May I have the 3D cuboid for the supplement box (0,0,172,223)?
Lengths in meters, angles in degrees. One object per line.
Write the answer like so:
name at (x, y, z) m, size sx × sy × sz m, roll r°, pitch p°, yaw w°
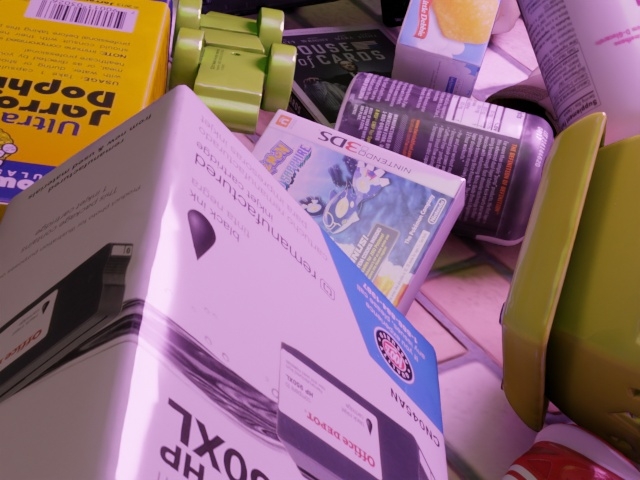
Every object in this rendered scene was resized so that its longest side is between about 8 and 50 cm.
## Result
supplement box at (-0.240, -0.055, 1.031) m, size 0.195 × 0.194 × 0.356 m, roll 7°, pitch 35°, yaw -5°

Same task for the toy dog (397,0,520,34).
toy dog at (0.130, -0.437, 1.641) m, size 0.408 × 0.284 × 0.395 m, roll 30°, pitch 76°, yaw 22°

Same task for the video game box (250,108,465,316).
video game box at (0.000, 0.000, 1.081) m, size 0.187 × 0.048 × 0.205 m, roll 20°, pitch 61°, yaw 17°

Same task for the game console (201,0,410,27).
game console at (0.020, -0.349, 1.483) m, size 0.361 × 0.213 × 0.044 m, roll -6°, pitch -9°, yaw 12°

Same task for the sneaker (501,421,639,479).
sneaker at (0.213, 0.224, 0.878) m, size 0.221 × 0.087 × 0.128 m, roll 23°, pitch 44°, yaw 37°

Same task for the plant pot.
plant pot at (0.255, 0.043, 0.952) m, size 0.207 × 0.228 × 0.227 m, roll 13°, pitch 67°, yaw 15°

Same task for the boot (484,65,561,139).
boot at (0.305, -0.138, 1.391) m, size 0.213 × 0.077 × 0.165 m, roll 26°, pitch 37°, yaw 29°

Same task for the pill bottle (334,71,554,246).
pill bottle at (0.136, -0.070, 1.206) m, size 0.245 × 0.130 × 0.130 m, roll 16°, pitch 36°, yaw 7°

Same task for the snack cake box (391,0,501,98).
snack cake box at (0.150, -0.275, 1.320) m, size 0.089 × 0.152 × 0.264 m, roll 17°, pitch 74°, yaw 5°

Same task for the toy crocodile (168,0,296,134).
toy crocodile at (-0.092, -0.167, 1.250) m, size 0.115 × 0.105 × 0.340 m, roll 7°, pitch 23°, yaw -9°

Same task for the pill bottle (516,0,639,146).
pill bottle at (0.308, -0.169, 1.267) m, size 0.160 × 0.160 × 0.283 m, roll -10°, pitch 75°, yaw -26°

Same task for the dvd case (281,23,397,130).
dvd case at (0.040, -0.173, 1.411) m, size 0.179 × 0.030 × 0.239 m, roll -9°, pitch 40°, yaw -26°

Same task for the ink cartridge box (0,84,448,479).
ink cartridge box at (-0.062, 0.143, 0.710) m, size 0.285 × 0.166 × 0.395 m, roll 46°, pitch 24°, yaw -28°
